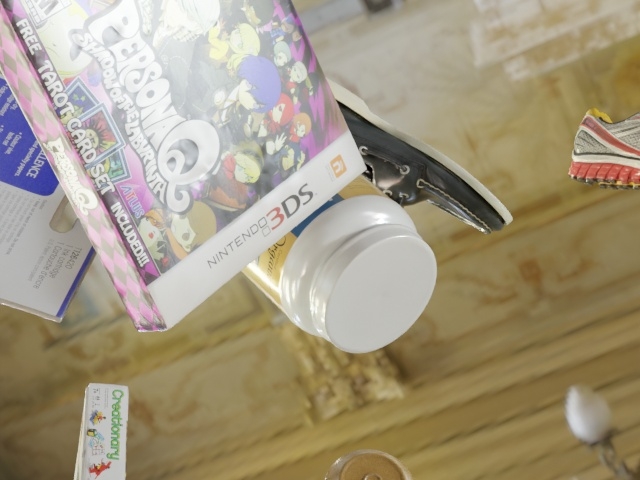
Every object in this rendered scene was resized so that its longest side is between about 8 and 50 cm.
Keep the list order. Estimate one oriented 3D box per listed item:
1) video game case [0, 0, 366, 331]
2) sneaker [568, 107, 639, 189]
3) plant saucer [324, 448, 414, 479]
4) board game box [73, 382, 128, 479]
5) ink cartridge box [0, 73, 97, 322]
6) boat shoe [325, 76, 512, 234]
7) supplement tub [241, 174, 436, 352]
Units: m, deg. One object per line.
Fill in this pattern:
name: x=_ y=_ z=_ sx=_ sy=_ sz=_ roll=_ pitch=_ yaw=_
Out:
video game case: x=-0.087 y=-0.093 z=0.975 sx=0.042 sy=0.232 sz=0.210 roll=-4 pitch=-153 yaw=47
sneaker: x=0.367 y=-0.102 z=1.587 sx=0.225 sy=0.088 sz=0.093 roll=3 pitch=-95 yaw=29
plant saucer: x=0.045 y=0.217 z=1.346 sx=0.083 sy=0.015 sz=0.083 roll=3 pitch=-130 yaw=-4
board game box: x=-0.267 y=0.339 z=1.790 sx=0.053 sy=0.305 sz=0.193 roll=5 pitch=-135 yaw=-10
ink cartridge box: x=-0.350 y=-0.053 z=1.477 sx=0.307 sy=0.072 sz=0.303 roll=22 pitch=-139 yaw=-2
boat shoe: x=0.077 y=-0.087 z=1.924 sx=0.113 sy=0.340 sz=0.127 roll=-55 pitch=175 yaw=-6
supplement tub: x=0.000 y=0.000 z=1.407 sx=0.144 sy=0.144 sz=0.199 roll=-36 pitch=-135 yaw=-13
